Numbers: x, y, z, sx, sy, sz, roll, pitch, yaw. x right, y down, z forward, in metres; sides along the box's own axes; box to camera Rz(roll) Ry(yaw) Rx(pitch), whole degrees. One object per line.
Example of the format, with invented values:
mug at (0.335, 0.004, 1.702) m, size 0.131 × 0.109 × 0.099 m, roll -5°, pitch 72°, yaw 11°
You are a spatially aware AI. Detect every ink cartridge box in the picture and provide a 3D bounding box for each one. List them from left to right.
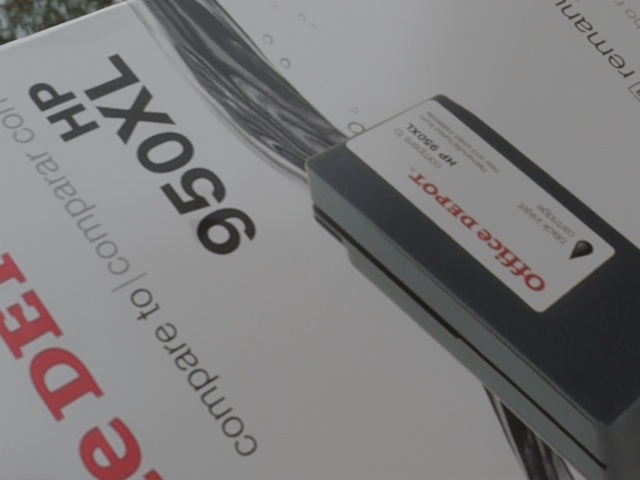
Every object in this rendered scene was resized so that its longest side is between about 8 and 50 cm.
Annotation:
ink cartridge box at (0.022, 0.028, 0.440) m, size 0.395 × 0.285 × 0.166 m, roll -30°, pitch -17°, yaw -31°
